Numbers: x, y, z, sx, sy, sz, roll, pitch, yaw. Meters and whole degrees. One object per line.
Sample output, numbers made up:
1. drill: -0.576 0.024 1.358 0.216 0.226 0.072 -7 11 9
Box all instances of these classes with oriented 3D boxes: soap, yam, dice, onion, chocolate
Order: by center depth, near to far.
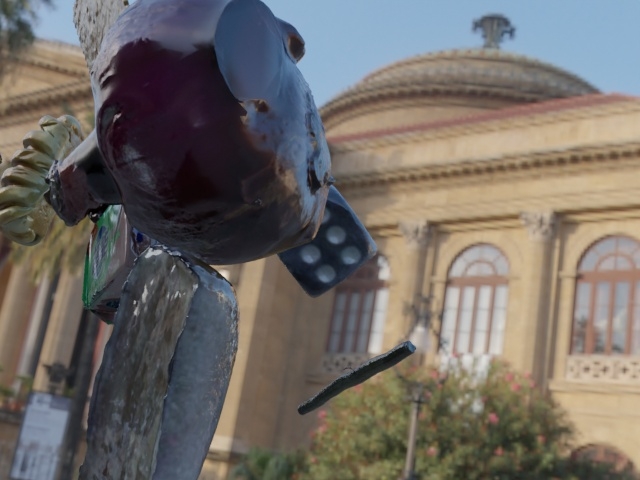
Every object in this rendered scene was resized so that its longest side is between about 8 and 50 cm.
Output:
1. chocolate: -0.158 0.159 1.014 0.100 0.303 0.185 15 1 -35
2. onion: -0.205 -0.141 1.358 0.420 0.398 0.398 -10 -24 20
3. yam: 0.048 0.207 1.510 0.234 0.027 0.029 -34 -45 30
4. soap: -0.325 0.012 1.719 0.098 0.217 0.273 12 -24 -24
5. dice: 0.000 0.000 2.077 0.182 0.181 0.183 52 0 -3

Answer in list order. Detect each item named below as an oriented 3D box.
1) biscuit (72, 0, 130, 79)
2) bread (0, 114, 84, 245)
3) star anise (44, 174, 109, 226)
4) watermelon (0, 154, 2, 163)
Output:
1. biscuit: -0.336 -0.334 1.553 0.013 0.236 0.232 -9 -25 -29
2. bread: -0.635 -0.145 2.261 0.121 0.311 0.173 16 -26 9
3. star anise: -0.472 -0.093 2.130 0.220 0.125 0.190 38 3 -1
4. watermelon: -0.508 -0.077 1.185 0.159 0.128 0.303 35 -57 -26
